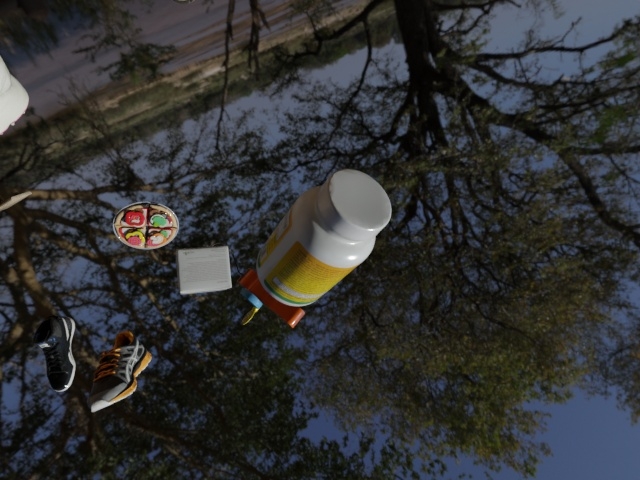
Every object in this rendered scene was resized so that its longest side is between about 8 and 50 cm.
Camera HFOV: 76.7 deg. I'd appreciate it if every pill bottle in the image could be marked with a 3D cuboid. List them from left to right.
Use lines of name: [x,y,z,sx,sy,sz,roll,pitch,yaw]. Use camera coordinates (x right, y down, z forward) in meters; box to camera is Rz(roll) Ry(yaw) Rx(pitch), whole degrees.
pill bottle: [0.000,0.000,0.545,0.117,0.117,0.208,-47,179,-41]

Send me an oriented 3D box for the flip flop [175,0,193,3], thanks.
flip flop: [-0.298,-0.655,0.845,0.112,0.277,0.080,8,-146,16]

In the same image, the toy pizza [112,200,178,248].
toy pizza: [-0.573,-0.042,1.332,0.201,0.201,0.032,-24,-135,-2]

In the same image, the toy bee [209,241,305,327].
toy bee: [-0.166,0.128,1.147,0.195,0.298,0.162,-28,168,-11]

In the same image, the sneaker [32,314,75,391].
sneaker: [-0.773,0.323,1.158,0.079,0.216,0.121,-9,164,-3]

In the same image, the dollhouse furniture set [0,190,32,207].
dollhouse furniture set: [-0.880,-0.144,1.031,0.123,0.151,0.144,-18,-162,25]

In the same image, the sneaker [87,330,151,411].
sneaker: [-0.410,0.256,0.804,0.084,0.083,0.215,-21,-165,-4]

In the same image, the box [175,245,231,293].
box: [-0.239,0.062,0.824,0.102,0.087,0.101,-3,172,-20]

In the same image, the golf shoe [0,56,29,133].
golf shoe: [-0.466,-0.132,0.451,0.115,0.140,0.306,11,-125,-6]
